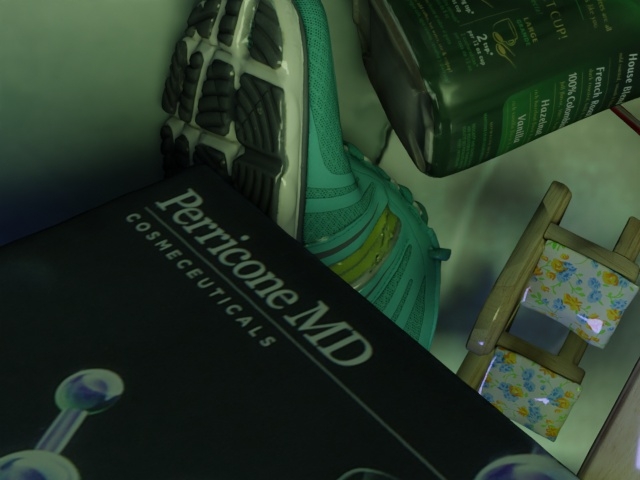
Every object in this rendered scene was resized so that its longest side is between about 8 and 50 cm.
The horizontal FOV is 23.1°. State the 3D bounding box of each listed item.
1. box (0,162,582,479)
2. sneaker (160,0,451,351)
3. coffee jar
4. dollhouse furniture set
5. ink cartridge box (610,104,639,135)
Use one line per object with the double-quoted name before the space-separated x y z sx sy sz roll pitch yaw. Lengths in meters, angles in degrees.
"box" -0.118 0.188 0.526 0.395 0.293 0.212 -25 132 -26
"sneaker" 0.000 0.000 0.722 0.110 0.107 0.275 -25 125 -23
"coffee jar" 0.114 -0.099 0.682 0.184 0.096 0.079 -18 149 -10
"dollhouse furniture set" 0.143 0.138 0.710 0.212 0.161 0.242 26 136 10
"ink cartridge box" 0.246 -0.018 0.736 0.231 0.134 0.078 35 101 -25
